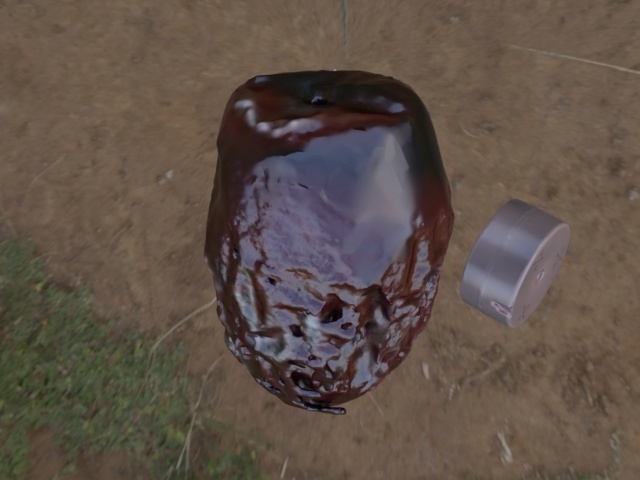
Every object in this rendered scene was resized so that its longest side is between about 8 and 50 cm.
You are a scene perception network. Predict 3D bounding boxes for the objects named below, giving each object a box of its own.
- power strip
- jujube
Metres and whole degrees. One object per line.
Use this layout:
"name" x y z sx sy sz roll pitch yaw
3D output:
"power strip" 0.244 0.027 1.354 0.078 0.154 0.154 28 99 25
"jujube" 0.000 0.000 1.050 0.259 0.258 0.376 14 132 -1
